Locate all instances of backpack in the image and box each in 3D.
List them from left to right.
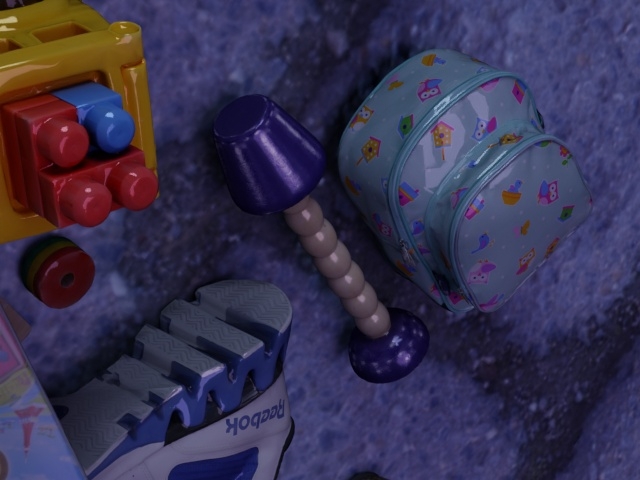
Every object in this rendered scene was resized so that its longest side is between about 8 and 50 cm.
[{"bbox_3d":[0.111,-0.049,1.140,0.166,0.144,0.188,-43,127,-9],"label":"backpack"}]

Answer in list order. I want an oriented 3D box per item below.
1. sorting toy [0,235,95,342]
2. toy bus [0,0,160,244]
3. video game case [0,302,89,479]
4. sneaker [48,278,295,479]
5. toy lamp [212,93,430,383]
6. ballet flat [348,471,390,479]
[{"bbox_3d":[-0.264,0.086,0.947,0.274,0.046,0.132,-47,143,-12],"label":"sorting toy"},{"bbox_3d":[-0.197,-0.057,0.846,0.220,0.211,0.149,-19,121,-29],"label":"toy bus"},{"bbox_3d":[-0.266,0.136,0.889,0.212,0.023,0.193,-25,106,-9],"label":"video game case"},{"bbox_3d":[-0.129,0.181,1.058,0.315,0.127,0.182,-31,123,-26],"label":"sneaker"},{"bbox_3d":[0.000,0.000,1.118,0.080,0.080,0.274,-44,133,-15],"label":"toy lamp"},{"bbox_3d":[-0.017,0.297,1.243,0.250,0.058,0.084,-41,128,-17],"label":"ballet flat"}]
